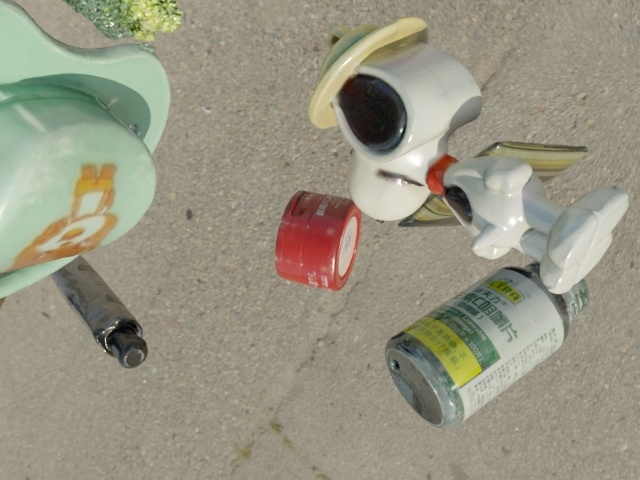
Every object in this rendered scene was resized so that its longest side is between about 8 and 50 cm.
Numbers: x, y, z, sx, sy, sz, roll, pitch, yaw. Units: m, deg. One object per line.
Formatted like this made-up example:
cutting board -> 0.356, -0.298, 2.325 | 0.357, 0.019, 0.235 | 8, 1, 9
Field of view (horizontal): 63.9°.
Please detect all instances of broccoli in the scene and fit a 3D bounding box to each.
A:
broccoli -> -0.364, -0.514, 0.994 | 0.302, 0.375, 0.248 | -9, 99, -5

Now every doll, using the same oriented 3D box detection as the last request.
doll -> 0.116, -0.085, 0.443 | 0.271, 0.144, 0.208 | 24, 140, 47

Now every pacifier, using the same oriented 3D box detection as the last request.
pacifier -> -0.289, -0.086, 0.416 | 0.269, 0.343, 0.288 | 41, 104, 10

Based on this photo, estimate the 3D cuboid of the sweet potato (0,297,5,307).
sweet potato -> -0.526, 0.129, 0.698 | 0.131, 0.336, 0.131 | 2, 106, 5

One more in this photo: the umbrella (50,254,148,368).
umbrella -> -0.355, 0.102, 0.810 | 0.337, 0.067, 0.073 | 28, 159, 46

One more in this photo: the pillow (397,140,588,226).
pillow -> 0.252, -0.079, 0.761 | 0.212, 0.208, 0.052 | -44, 57, 48

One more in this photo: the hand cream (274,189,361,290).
hand cream -> 0.000, 0.000, 1.022 | 0.126, 0.193, 0.192 | 12, 112, 14

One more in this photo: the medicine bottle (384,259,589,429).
medicine bottle -> 0.243, 0.129, 0.725 | 0.141, 0.293, 0.141 | 50, 156, 31
